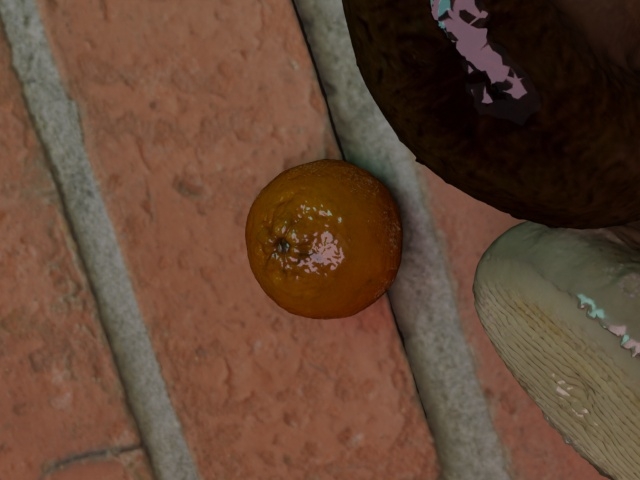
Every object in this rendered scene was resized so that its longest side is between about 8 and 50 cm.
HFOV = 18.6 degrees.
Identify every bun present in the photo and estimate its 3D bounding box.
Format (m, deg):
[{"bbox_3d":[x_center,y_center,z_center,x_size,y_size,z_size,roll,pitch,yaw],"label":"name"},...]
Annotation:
[{"bbox_3d":[0.249,0.083,1.506,0.146,0.287,0.287,-43,89,-18],"label":"bun"}]

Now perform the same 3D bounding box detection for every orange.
[{"bbox_3d":[0.001,0.002,1.622,0.135,0.117,0.136,9,116,19],"label":"orange"}]

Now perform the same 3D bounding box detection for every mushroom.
[{"bbox_3d":[0.205,-0.177,1.398,0.356,0.334,0.331,-6,105,31],"label":"mushroom"}]
